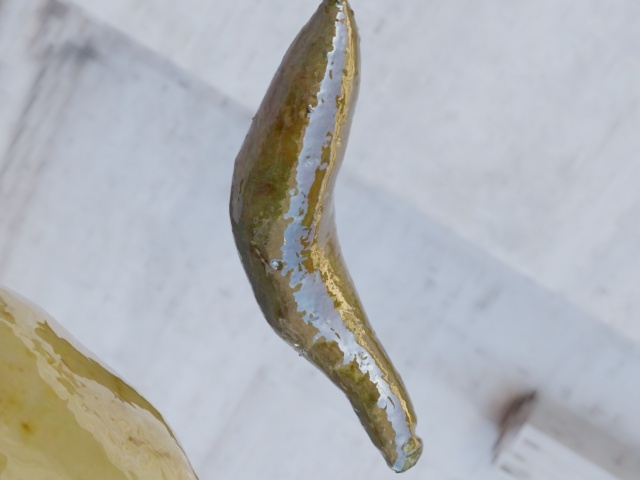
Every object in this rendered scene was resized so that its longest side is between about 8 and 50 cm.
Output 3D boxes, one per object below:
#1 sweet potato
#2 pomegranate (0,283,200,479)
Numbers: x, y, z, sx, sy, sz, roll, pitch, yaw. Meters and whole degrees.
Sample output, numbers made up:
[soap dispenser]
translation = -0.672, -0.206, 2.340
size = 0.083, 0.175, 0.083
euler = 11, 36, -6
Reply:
[sweet potato]
translation = -0.005, 0.003, 1.282
size = 0.079, 0.108, 0.346
euler = -36, 121, -50
[pomegranate]
translation = -0.218, 0.167, 0.909
size = 0.342, 0.342, 0.342
euler = -59, 180, 1
